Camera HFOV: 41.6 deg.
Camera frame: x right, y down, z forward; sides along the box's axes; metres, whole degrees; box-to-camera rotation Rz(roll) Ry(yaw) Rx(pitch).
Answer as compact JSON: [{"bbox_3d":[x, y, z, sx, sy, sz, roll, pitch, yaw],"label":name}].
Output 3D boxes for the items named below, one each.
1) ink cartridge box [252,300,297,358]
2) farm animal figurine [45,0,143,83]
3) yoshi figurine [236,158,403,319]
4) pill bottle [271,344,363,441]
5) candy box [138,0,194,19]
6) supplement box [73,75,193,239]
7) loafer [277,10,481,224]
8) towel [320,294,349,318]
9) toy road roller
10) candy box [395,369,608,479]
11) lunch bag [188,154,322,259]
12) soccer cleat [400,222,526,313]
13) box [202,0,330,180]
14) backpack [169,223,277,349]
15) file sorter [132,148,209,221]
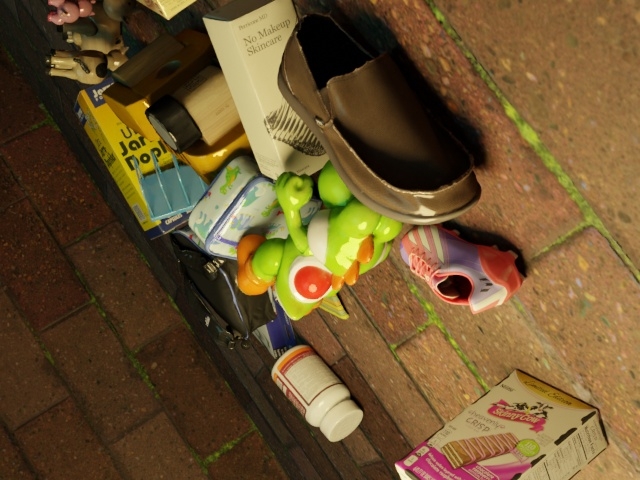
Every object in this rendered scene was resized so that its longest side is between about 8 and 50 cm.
[{"bbox_3d":[-0.145,0.201,2.178,0.224,0.045,0.223,39,153,41],"label":"ink cartridge box"},{"bbox_3d":[-0.458,-0.444,1.743,0.327,0.172,0.330,138,135,-73],"label":"farm animal figurine"},{"bbox_3d":[0.012,-0.020,1.285,0.203,0.204,0.362,61,145,4],"label":"yoshi figurine"},{"bbox_3d":[-0.007,0.357,1.971,0.221,0.121,0.121,45,156,33],"label":"pill bottle"},{"bbox_3d":[-0.327,-0.535,1.381,0.183,0.088,0.316,40,165,50],"label":"candy box"},{"bbox_3d":[-0.380,-0.205,1.917,0.356,0.194,0.195,60,160,-7],"label":"supplement box"},{"bbox_3d":[0.056,-0.161,1.051,0.366,0.134,0.130,46,157,30],"label":"loafer"},{"bbox_3d":[-0.015,0.054,1.671,0.102,0.021,0.237,21,144,52],"label":"towel"},{"bbox_3d":[-0.218,-0.221,1.525,0.330,0.202,0.240,33,160,48],"label":"toy road roller"},{"bbox_3d":[0.241,0.287,1.126,0.159,0.233,0.071,22,139,57],"label":"candy box"},{"bbox_3d":[-0.111,-0.043,1.463,0.090,0.176,0.219,48,-165,30],"label":"lunch bag"},{"bbox_3d":[0.167,0.036,1.136,0.248,0.095,0.083,21,138,59],"label":"soccer cleat"},{"bbox_3d":[-0.069,-0.231,1.279,0.094,0.113,0.275,30,147,52],"label":"box"},{"bbox_3d":[-0.210,0.056,1.883,0.263,0.213,0.276,30,141,38],"label":"backpack"},{"bbox_3d":[-0.292,-0.137,1.742,0.104,0.170,0.118,79,171,-54],"label":"file sorter"}]
